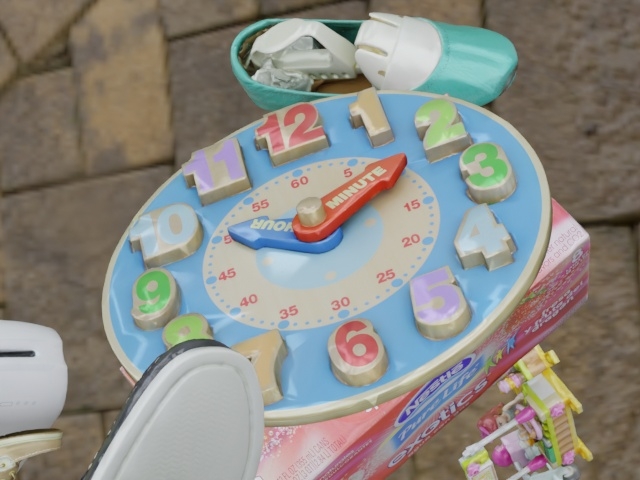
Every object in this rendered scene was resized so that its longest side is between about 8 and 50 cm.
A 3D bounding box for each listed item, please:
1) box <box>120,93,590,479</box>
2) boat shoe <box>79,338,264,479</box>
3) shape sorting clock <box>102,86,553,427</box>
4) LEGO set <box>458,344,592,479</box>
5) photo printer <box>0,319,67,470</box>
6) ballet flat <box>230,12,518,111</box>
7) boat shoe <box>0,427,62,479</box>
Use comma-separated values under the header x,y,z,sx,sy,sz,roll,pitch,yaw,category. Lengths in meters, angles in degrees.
x,y,z,sx,sy,sz,roll,pitch,yaw,category
0.030,0.063,1.256,0.300,0.142,0.154,-40,70,-7,box
-0.050,0.075,0.476,0.038,0.046,0.125,51,132,49,boat shoe
0.000,0.000,0.795,0.206,0.206,0.040,6,134,33,shape sorting clock
0.132,0.118,1.483,0.107,0.287,0.132,-32,30,-8,LEGO set
-0.398,0.174,1.790,0.307,0.256,0.107,-48,51,53,photo printer
0.030,-0.140,1.408,0.247,0.087,0.083,1,69,33,ballet flat
-0.294,0.201,1.616,0.135,0.050,0.045,-14,89,1,boat shoe
